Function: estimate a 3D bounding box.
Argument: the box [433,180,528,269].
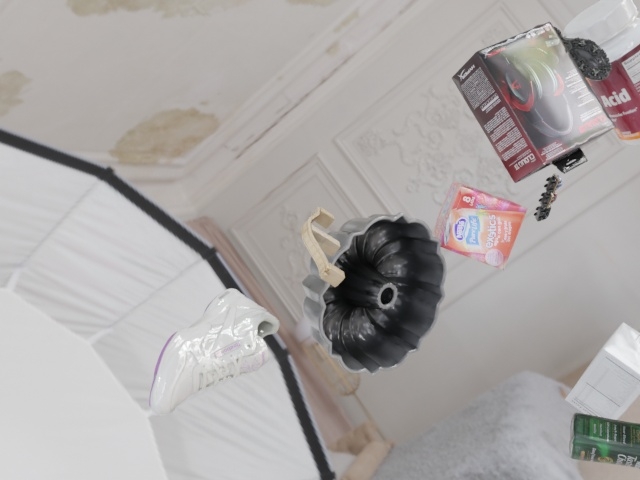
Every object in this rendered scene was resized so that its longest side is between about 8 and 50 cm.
[{"bbox_3d":[0.352,-0.044,1.517,0.300,0.154,0.142,-35,-35,-79],"label":"box"}]

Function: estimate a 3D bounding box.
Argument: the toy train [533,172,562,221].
[{"bbox_3d":[0.527,-0.098,1.538,0.036,0.027,0.158,-14,-35,-6],"label":"toy train"}]

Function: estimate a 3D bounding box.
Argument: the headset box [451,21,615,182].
[{"bbox_3d":[0.445,-0.273,1.375,0.218,0.293,0.110,-26,-7,-23],"label":"headset box"}]

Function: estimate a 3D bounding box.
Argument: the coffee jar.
[{"bbox_3d":[0.586,0.396,1.304,0.096,0.184,0.079,74,-153,-43],"label":"coffee jar"}]

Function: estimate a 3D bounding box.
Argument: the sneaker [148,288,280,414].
[{"bbox_3d":[-0.184,0.203,1.201,0.305,0.152,0.114,-50,-21,-46],"label":"sneaker"}]

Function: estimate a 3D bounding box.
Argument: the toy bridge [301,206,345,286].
[{"bbox_3d":[0.000,0.000,1.060,0.026,0.063,0.188,-47,25,22],"label":"toy bridge"}]

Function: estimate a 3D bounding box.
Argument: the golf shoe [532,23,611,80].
[{"bbox_3d":[0.558,-0.413,1.491,0.077,0.198,0.094,-52,-21,6],"label":"golf shoe"}]

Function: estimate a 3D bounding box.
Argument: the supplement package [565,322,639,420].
[{"bbox_3d":[0.784,0.364,1.777,0.134,0.139,0.244,-33,-30,-36],"label":"supplement package"}]

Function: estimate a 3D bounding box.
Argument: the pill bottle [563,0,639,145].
[{"bbox_3d":[0.878,-0.487,1.910,0.224,0.392,0.224,-35,16,12],"label":"pill bottle"}]

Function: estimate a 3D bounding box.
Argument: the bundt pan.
[{"bbox_3d":[0.096,0.095,1.343,0.331,0.331,0.124,-33,30,-25],"label":"bundt pan"}]
